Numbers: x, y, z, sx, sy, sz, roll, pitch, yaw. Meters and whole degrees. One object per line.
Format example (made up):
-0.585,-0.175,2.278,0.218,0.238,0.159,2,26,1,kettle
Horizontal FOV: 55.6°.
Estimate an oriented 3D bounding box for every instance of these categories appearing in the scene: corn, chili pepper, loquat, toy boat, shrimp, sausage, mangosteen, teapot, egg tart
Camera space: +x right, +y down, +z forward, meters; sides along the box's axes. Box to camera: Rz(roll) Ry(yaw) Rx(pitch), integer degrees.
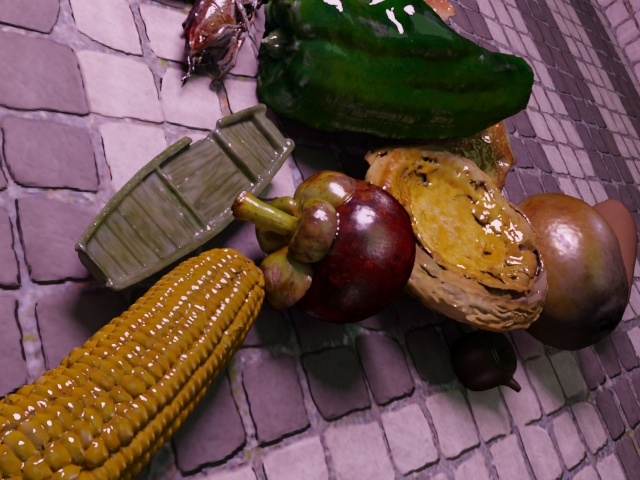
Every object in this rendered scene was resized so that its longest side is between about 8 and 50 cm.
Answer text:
-0.131,0.098,0.448,0.102,0.102,0.313,53,41,-6,corn
0.106,-0.238,0.773,0.385,0.167,0.213,-2,73,-31,chili pepper
0.342,0.045,0.880,0.179,0.179,0.227,12,63,-39,loquat
-0.124,-0.045,0.576,0.093,0.055,0.293,50,41,-10,toy boat
-0.115,-0.244,0.690,0.073,0.075,0.190,40,54,-31,shrimp
0.500,0.029,1.089,0.123,0.123,0.253,53,42,-6,sausage
0.012,0.000,0.597,0.181,0.146,0.155,44,44,-44,mangosteen
0.214,0.143,0.779,0.076,0.068,0.121,-20,81,-48,teapot
0.152,0.001,0.770,0.291,0.107,0.290,18,47,-20,egg tart

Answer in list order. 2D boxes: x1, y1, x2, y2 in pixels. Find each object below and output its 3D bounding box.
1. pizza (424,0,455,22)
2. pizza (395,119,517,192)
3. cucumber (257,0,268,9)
0.144,-0.323,0.984,0.161,0.085,0.305,7,63,-23,pizza
0.210,-0.095,0.927,0.188,0.080,0.204,-16,87,-24,pizza
-0.156,-0.326,0.709,0.245,0.067,0.067,-10,73,-48,cucumber
